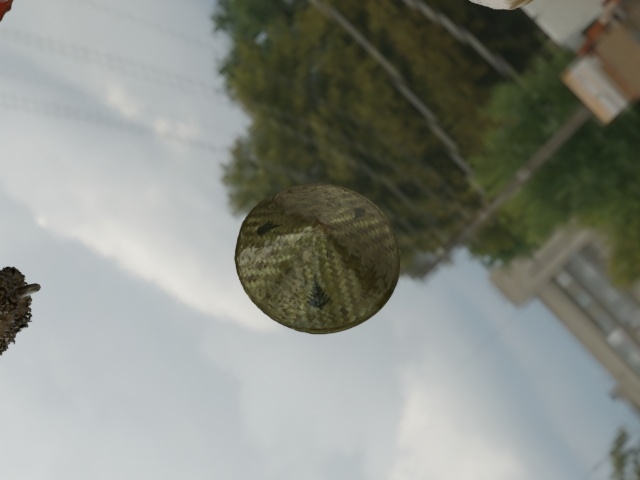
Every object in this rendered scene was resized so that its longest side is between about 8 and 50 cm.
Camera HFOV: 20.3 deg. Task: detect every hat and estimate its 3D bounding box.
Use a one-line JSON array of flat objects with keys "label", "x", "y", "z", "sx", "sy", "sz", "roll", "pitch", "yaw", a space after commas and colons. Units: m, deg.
[{"label": "hat", "x": 0.000, "y": 0.000, "z": 1.515, "sx": 0.146, "sy": 0.146, "sz": 0.067, "roll": 49, "pitch": 160, "yaw": 18}]

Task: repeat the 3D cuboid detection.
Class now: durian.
[{"label": "durian", "x": -0.215, "y": 0.040, "z": 1.090, "sx": 0.080, "sy": 0.091, "sz": 0.080, "roll": -19, "pitch": -90, "yaw": -78}]

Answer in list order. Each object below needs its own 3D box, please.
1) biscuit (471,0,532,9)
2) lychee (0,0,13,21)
[{"label": "biscuit", "x": 0.068, "y": -0.233, "z": 1.134, "sx": 0.213, "sy": 0.091, "sz": 0.274, "roll": 49, "pitch": -175, "yaw": 2}, {"label": "lychee", "x": -0.266, "y": -0.268, "z": 1.130, "sx": 0.255, "sy": 0.255, "sz": 0.300, "roll": -117, "pitch": 14, "yaw": -58}]
